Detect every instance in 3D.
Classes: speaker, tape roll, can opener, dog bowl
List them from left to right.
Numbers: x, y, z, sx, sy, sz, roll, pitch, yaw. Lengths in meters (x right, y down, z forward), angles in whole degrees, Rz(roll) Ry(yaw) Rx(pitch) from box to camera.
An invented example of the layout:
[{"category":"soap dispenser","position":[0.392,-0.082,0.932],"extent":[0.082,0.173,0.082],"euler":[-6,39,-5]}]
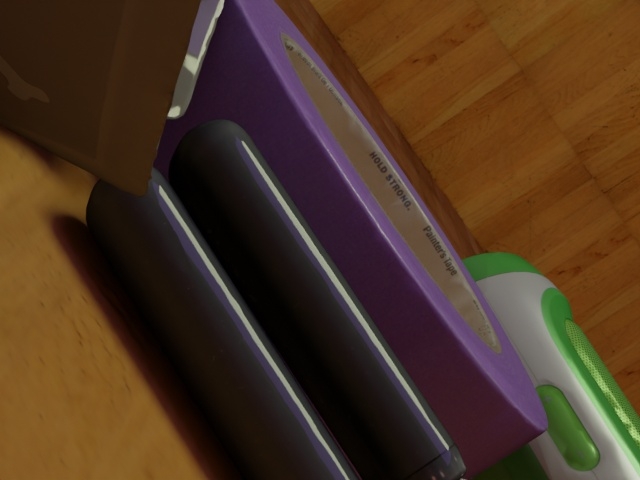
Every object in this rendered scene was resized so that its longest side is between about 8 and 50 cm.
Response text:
[{"category":"dog bowl","position":[-0.045,-0.189,0.409],"extent":[0.102,0.349,0.349],"euler":[19,15,-6]},{"category":"tape roll","position":[0.000,0.000,0.662],"extent":[0.275,0.090,0.275],"euler":[53,9,-12]},{"category":"can opener","position":[0.007,0.090,0.491],"extent":[0.280,0.074,0.093],"euler":[58,-25,2]},{"category":"speaker","position":[0.144,0.151,0.763],"extent":[0.131,0.131,0.296],"euler":[43,15,-55]}]
